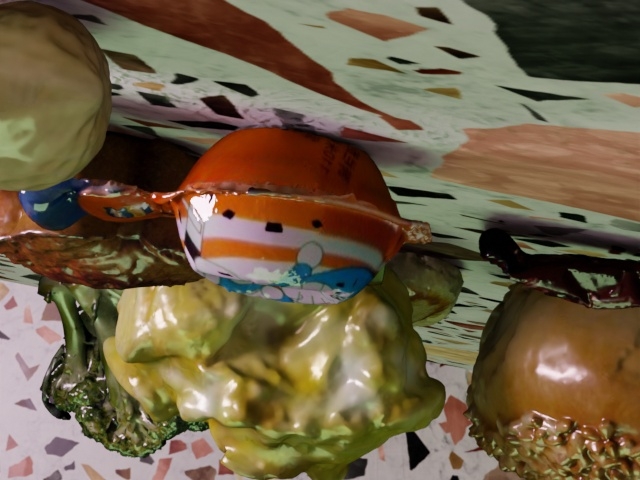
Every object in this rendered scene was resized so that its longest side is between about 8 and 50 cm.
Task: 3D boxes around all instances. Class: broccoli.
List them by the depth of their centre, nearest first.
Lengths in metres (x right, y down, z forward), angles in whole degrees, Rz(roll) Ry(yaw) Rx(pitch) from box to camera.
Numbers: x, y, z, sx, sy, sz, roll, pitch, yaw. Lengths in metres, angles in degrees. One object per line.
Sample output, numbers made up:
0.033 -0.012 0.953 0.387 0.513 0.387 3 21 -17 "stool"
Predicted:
-0.202 0.093 2.195 0.321 0.303 0.283 -19 134 26 "broccoli"

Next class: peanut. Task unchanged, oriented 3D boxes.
-0.229 -0.088 1.199 0.149 0.149 0.313 15 172 -32 "peanut"

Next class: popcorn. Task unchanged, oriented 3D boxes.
-0.051 0.106 1.938 0.334 0.293 0.292 43 -176 -11 "popcorn"

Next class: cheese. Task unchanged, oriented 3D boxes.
-0.074 -0.023 1.463 0.329 0.129 0.217 6 170 5 "cheese"

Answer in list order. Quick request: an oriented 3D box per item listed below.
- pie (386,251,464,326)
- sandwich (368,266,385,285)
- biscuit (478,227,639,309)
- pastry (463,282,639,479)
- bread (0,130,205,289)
0.073 0.056 2.093 0.179 0.084 0.205 10 170 4 "pie"
0.000 0.000 1.797 0.116 0.074 0.074 7 172 36 "sandwich"
0.261 0.030 1.696 0.235 0.063 0.151 5 -176 7 "biscuit"
0.343 0.177 1.993 0.410 0.245 0.409 13 174 1 "pastry"
-0.191 -0.021 1.668 0.232 0.135 0.247 14 172 -26 "bread"
